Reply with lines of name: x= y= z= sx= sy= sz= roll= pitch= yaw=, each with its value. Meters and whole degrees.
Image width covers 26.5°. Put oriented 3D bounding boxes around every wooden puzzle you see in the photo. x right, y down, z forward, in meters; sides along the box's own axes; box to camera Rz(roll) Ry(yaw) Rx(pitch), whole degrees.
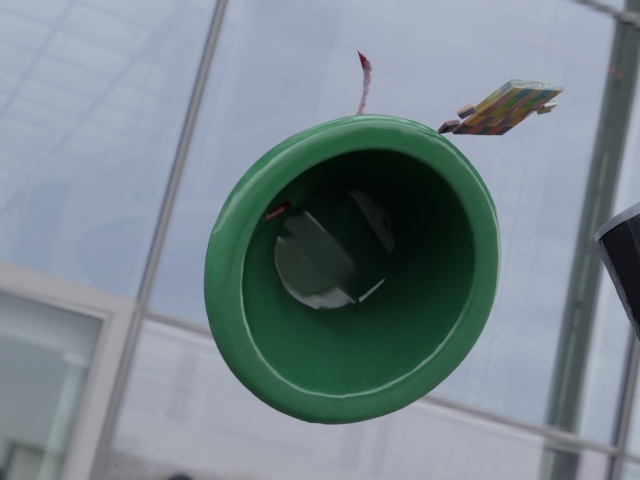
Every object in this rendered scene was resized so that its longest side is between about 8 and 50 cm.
wooden puzzle: x=0.105 y=-0.075 z=0.772 sx=0.083 sy=0.006 sz=0.049 roll=-3 pitch=-26 yaw=-48

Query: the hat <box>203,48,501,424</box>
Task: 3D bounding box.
hat: x=0.000 y=0.000 z=0.841 sx=0.208 sy=0.173 sz=0.183 roll=-25 pitch=16 yaw=-18

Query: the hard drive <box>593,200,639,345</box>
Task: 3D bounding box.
hard drive: x=0.248 y=0.013 z=0.497 sx=0.254 sy=0.172 sz=0.054 roll=-17 pitch=-31 yaw=-1
